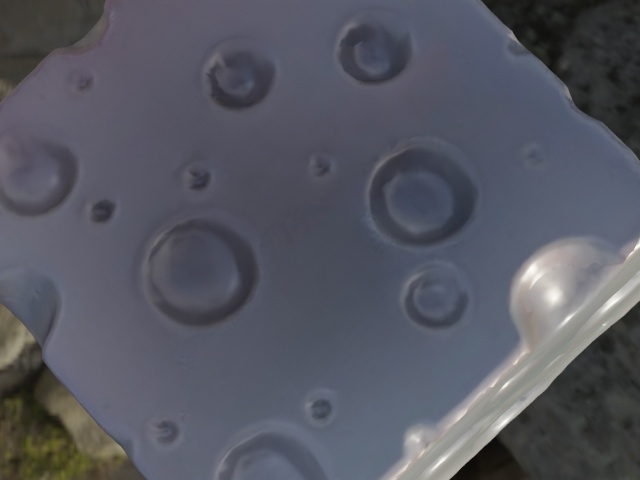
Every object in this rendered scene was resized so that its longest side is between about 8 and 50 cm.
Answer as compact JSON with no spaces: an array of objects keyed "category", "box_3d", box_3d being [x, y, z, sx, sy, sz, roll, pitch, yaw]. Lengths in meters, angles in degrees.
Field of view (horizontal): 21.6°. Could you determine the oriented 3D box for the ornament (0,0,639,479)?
[{"category":"ornament","box_3d":[0.000,0.000,0.804,0.240,0.239,0.240,-44,78,1]}]
